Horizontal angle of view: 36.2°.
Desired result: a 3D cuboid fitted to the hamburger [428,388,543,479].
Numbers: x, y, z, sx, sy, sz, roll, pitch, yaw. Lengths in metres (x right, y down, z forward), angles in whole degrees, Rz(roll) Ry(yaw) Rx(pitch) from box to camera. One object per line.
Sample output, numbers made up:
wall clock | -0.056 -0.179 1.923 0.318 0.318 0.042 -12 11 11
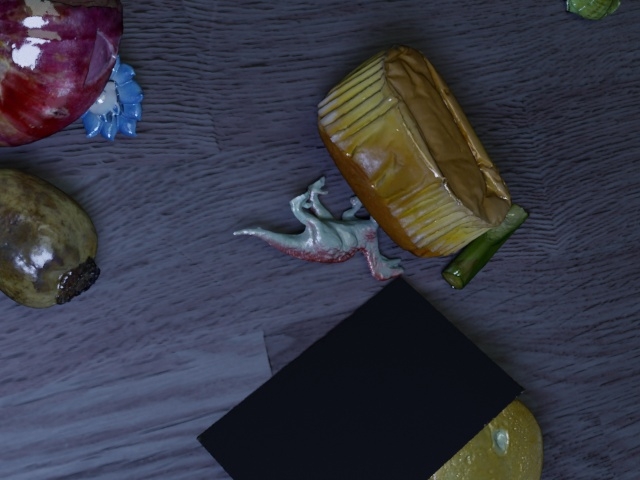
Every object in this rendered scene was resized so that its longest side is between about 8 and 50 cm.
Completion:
hamburger | 0.208 0.301 1.358 0.215 0.122 0.190 9 78 -24

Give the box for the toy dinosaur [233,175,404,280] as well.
toy dinosaur | 0.000 0.000 1.352 0.242 0.053 0.167 -17 97 -30

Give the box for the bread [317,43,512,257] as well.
bread | 0.122 -0.110 1.340 0.288 0.156 0.204 53 35 -4

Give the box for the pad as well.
pad | 0.055 0.229 1.292 0.367 0.007 0.247 -38 61 -20

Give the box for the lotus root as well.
lotus root | -0.359 -0.015 1.183 0.138 0.138 0.214 -42 98 -20

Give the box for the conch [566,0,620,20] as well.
conch | 0.433 -0.398 1.572 0.121 0.074 0.089 30 101 -34

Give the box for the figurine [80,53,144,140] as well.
figurine | -0.271 -0.175 1.258 0.114 0.079 0.114 0 93 4

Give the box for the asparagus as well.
asparagus | 0.249 0.003 1.455 0.178 0.041 0.045 -44 108 -21

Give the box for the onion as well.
onion | -0.377 -0.223 1.147 0.256 0.272 0.230 36 106 23
